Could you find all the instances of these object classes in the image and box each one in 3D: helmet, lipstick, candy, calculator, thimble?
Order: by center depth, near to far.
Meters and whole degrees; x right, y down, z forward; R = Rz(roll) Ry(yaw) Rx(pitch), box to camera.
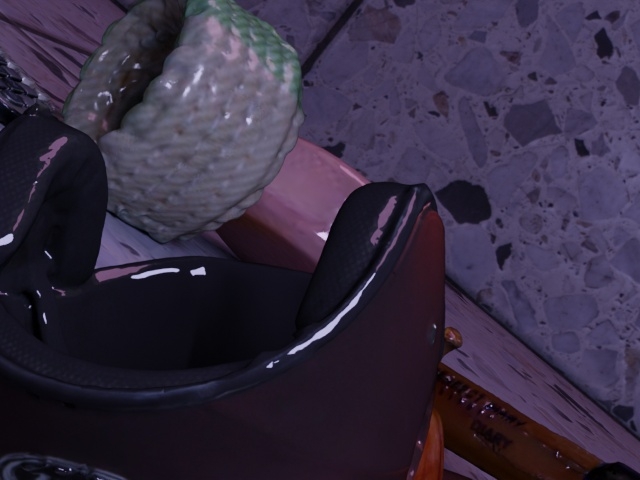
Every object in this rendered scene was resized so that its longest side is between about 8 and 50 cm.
[{"bbox_3d":[-0.050,0.053,0.524,0.189,0.193,0.216,11,6,17],"label":"helmet"},{"bbox_3d":[0.195,0.197,1.161,0.418,0.077,0.077,29,0,32],"label":"lipstick"},{"bbox_3d":[-0.122,-0.113,1.192,0.150,0.219,0.219,34,8,-31],"label":"thimble"},{"bbox_3d":[-0.330,-0.179,1.247,0.268,0.040,0.177,41,7,11],"label":"calculator"},{"bbox_3d":[0.000,0.000,1.314,0.255,0.094,0.255,35,-16,12],"label":"candy"}]

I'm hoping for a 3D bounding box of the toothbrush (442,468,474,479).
[{"bbox_3d":[0.106,0.202,1.053,0.041,0.041,0.364,43,6,29],"label":"toothbrush"}]

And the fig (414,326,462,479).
[{"bbox_3d":[0.012,0.114,0.788,0.128,0.150,0.128,3,18,-1],"label":"fig"}]
